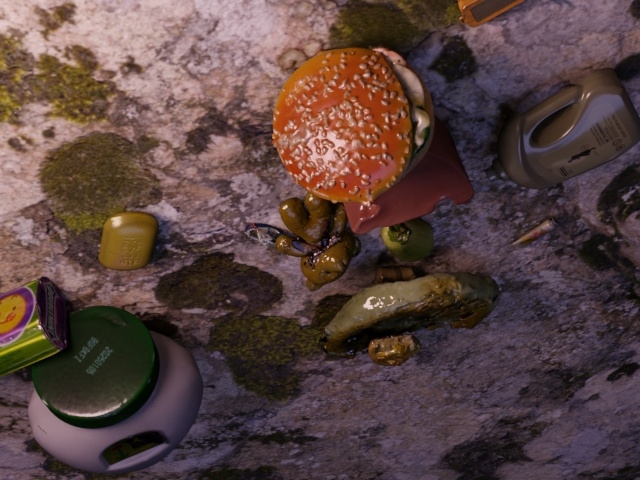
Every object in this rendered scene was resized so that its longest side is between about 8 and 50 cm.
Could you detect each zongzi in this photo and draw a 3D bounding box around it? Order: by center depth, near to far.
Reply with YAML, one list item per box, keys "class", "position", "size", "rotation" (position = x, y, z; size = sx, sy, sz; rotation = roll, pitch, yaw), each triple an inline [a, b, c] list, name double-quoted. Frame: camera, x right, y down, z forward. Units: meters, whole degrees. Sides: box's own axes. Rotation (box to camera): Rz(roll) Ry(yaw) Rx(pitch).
- class: "zongzi"
  position: [0.135, 0.082, 1.889]
  size: [0.076, 0.040, 0.083]
  rotation: [-1, 137, -18]

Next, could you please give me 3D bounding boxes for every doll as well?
- class: "doll"
  position: [0.000, 0.000, 1.678]
  size: [0.137, 0.097, 0.209]
  rotation: [-36, 139, -3]

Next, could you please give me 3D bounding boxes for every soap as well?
- class: "soap"
  position: [-0.309, 0.004, 1.603]
  size: [0.089, 0.045, 0.140]
  rotation: [2, 141, -18]

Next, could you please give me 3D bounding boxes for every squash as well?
- class: "squash"
  position: [0.144, -0.014, 1.738]
  size: [0.090, 0.075, 0.200]
  rotation: [-3, 170, 13]

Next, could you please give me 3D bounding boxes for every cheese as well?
- class: "cheese"
  position: [0.152, -0.108, 1.561]
  size: [0.177, 0.128, 0.202]
  rotation: [2, 140, -23]

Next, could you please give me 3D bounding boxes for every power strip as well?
- class: "power strip"
  position: [0.268, -0.351, 1.360]
  size: [0.178, 0.028, 0.049]
  rotation: [-27, 143, 15]

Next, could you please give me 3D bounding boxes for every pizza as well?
- class: "pizza"
  position: [0.145, 0.217, 1.939]
  size: [0.099, 0.035, 0.160]
  rotation: [-18, 158, 11]

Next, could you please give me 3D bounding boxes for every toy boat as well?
- class: "toy boat"
  position: [-0.095, -0.008, 1.681]
  size: [0.083, 0.038, 0.038]
  rotation: [14, 135, -38]

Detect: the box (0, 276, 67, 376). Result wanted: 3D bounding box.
- class: "box"
  position: [-0.595, 0.182, 1.657]
  size: [0.346, 0.134, 0.097]
  rotation: [-22, 141, 10]

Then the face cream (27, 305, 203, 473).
- class: "face cream"
  position: [-0.371, 0.285, 1.802]
  size: [0.313, 0.219, 0.357]
  rotation: [-21, 150, -8]

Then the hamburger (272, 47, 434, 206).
- class: "hamburger"
  position: [0.043, -0.162, 1.379]
  size: [0.237, 0.236, 0.147]
  rotation: [-19, 168, 5]

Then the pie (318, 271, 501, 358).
- class: "pie"
  position: [0.166, 0.142, 1.920]
  size: [0.371, 0.078, 0.296]
  rotation: [-18, 157, 7]

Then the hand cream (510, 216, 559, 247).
- class: "hand cream"
  position: [0.409, -0.012, 1.892]
  size: [0.035, 0.022, 0.102]
  rotation: [13, 140, -42]

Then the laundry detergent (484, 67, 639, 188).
- class: "laundry detergent"
  position: [0.382, -0.165, 1.607]
  size: [0.253, 0.091, 0.181]
  rotation: [-28, 142, 16]
